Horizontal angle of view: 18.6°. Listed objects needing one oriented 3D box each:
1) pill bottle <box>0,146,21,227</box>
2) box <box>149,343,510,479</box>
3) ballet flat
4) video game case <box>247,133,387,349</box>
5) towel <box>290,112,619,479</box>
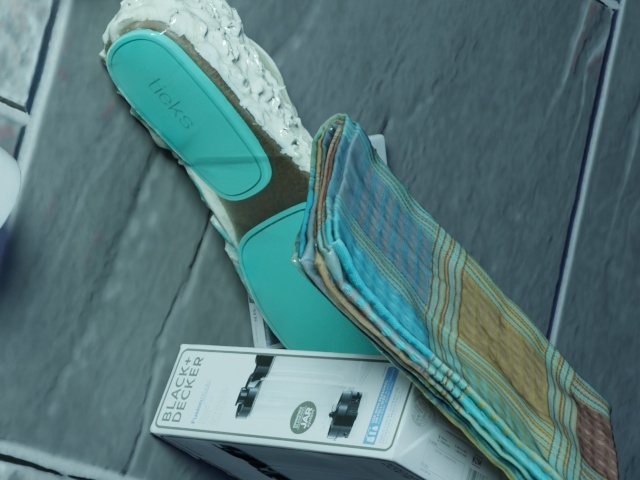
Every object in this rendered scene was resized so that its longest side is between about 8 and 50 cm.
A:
[{"bbox_3d":[-0.323,-0.078,1.414,0.208,0.119,0.119,41,63,-38],"label":"pill bottle"},{"bbox_3d":[0.016,0.162,1.649,0.169,0.290,0.087,33,67,-39],"label":"box"},{"bbox_3d":[-0.031,-0.058,1.685,0.147,0.147,0.409,-46,114,-34],"label":"ballet flat"},{"bbox_3d":[0.000,0.000,1.818,0.190,0.022,0.173,-15,102,-45],"label":"video game case"},{"bbox_3d":[0.122,0.076,1.568,0.370,0.040,0.271,45,20,-17],"label":"towel"}]
